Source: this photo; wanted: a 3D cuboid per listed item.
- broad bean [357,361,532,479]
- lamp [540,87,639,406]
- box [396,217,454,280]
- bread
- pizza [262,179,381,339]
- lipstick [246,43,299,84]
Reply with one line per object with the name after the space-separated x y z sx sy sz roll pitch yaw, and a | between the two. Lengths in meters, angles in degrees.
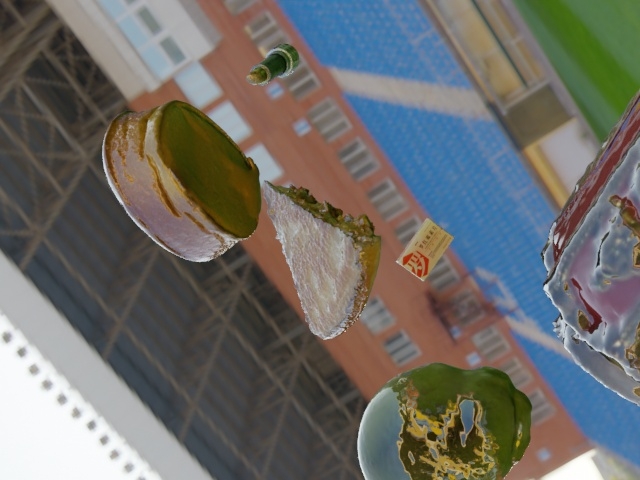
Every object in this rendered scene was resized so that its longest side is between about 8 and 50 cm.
0.190 0.304 1.808 0.238 0.291 0.119 50 -164 -4 | broad bean
0.243 -0.028 0.655 0.177 0.274 0.177 24 -154 -12 | lamp
0.179 0.015 1.972 0.058 0.093 0.015 35 178 -10 | box
-0.209 -0.090 1.746 0.270 0.142 0.195 46 -140 -35 | bread
0.000 0.000 1.320 0.062 0.188 0.199 -18 -118 -34 | pizza
-0.057 -0.197 1.325 0.037 0.037 0.116 56 -155 -9 | lipstick
